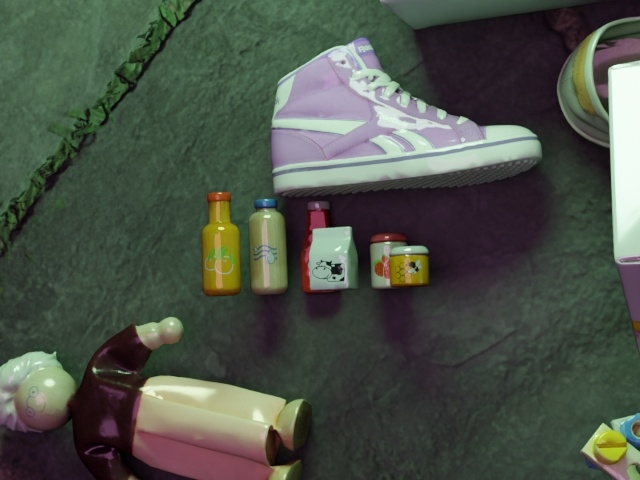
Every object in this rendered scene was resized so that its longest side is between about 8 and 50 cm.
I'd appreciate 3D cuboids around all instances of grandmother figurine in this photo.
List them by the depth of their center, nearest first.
[{"bbox_3d":[-0.186,0.181,1.625,0.342,0.104,0.208,9,80,13],"label":"grandmother figurine"}]

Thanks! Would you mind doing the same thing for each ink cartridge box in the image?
[{"bbox_3d":[0.329,-0.006,1.373,0.117,0.278,0.201,-5,59,15],"label":"ink cartridge box"}]

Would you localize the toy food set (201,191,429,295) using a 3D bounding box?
[{"bbox_3d":[0.000,0.000,1.576,0.232,0.111,0.104,-4,86,18],"label":"toy food set"}]

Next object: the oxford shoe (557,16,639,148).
[{"bbox_3d":[0.446,-0.147,1.459,0.449,0.130,0.169,1,84,14],"label":"oxford shoe"}]

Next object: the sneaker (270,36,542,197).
[{"bbox_3d":[0.082,-0.132,1.571,0.282,0.102,0.161,-2,83,15],"label":"sneaker"}]

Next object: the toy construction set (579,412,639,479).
[{"bbox_3d":[0.394,0.288,1.432,0.215,0.151,0.327,-23,88,-12],"label":"toy construction set"}]

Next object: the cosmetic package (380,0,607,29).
[{"bbox_3d":[0.247,-0.343,1.509,0.385,0.156,0.217,-8,86,14],"label":"cosmetic package"}]
